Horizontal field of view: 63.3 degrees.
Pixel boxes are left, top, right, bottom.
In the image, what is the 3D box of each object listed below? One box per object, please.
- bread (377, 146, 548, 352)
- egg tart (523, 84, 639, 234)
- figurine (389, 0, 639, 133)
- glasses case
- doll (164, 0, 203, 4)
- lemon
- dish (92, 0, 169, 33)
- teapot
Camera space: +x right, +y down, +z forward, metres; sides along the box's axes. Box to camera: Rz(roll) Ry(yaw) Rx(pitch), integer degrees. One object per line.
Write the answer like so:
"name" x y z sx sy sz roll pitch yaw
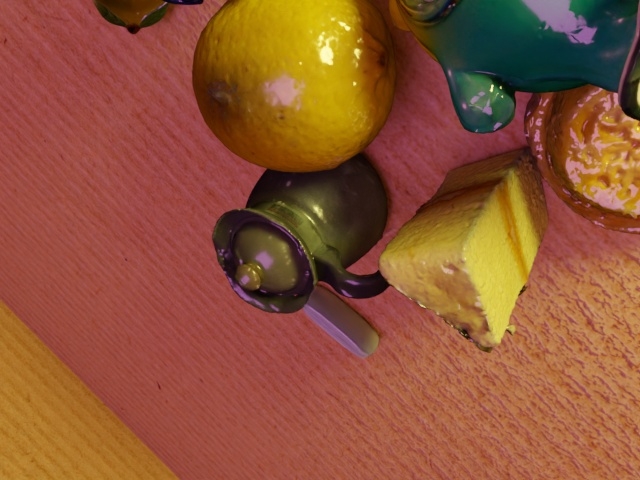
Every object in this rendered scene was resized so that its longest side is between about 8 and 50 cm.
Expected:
"bread" 0.202 -0.015 0.665 0.178 0.266 0.142 24 135 19
"egg tart" 0.365 -0.128 0.584 0.288 0.118 0.288 18 126 27
"figurine" 0.209 -0.257 0.486 0.324 0.231 0.340 -56 44 14
"glasses case" 0.039 0.160 1.032 0.178 0.067 0.045 39 132 4
"doll" -0.173 -0.402 0.565 0.309 0.240 0.284 -4 145 25
"lemon" -0.033 -0.215 0.693 0.283 0.260 0.261 -19 109 33
"dish" -0.303 -0.438 0.817 0.208 0.148 0.080 117 139 -50
"teapot" -0.012 0.012 0.811 0.305 0.285 0.223 38 134 7
